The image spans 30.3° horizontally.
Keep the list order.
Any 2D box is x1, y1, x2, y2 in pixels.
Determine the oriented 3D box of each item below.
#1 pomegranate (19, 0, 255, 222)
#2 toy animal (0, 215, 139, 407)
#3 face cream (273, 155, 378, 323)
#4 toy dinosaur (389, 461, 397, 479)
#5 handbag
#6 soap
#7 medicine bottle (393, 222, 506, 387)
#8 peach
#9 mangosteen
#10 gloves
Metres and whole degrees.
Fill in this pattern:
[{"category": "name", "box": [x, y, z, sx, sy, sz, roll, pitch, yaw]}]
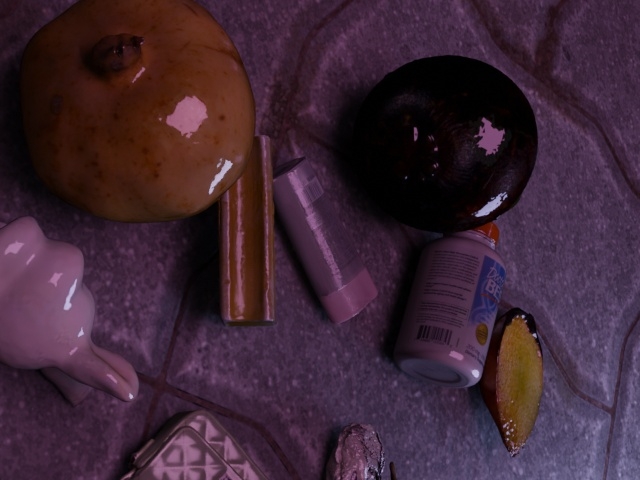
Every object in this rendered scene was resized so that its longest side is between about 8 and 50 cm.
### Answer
[{"category": "pomegranate", "box": [-0.247, -0.185, 1.560, 0.342, 0.342, 0.342, 8, 78, -40]}, {"category": "toy animal", "box": [-0.402, 0.096, 1.491, 0.367, 0.196, 0.241, 32, 71, -31]}, {"category": "face cream", "box": [0.000, 0.000, 1.931, 0.107, 0.073, 0.269, -38, 108, -33]}, {"category": "toy dinosaur", "box": [0.011, 0.476, 1.814, 0.327, 0.113, 0.206, -47, 151, -2]}, {"category": "handbag", "box": [-0.179, 0.390, 1.699, 0.256, 0.079, 0.219, 50, 57, -13]}, {"category": "soap", "box": [-0.111, -0.008, 1.769, 0.089, 0.173, 0.274, -1, 83, -2]}, {"category": "medicine bottle", "box": [0.235, 0.100, 2.063, 0.157, 0.157, 0.289, 33, 63, -33]}, {"category": "peach", "box": [0.349, 0.265, 2.199, 0.189, 0.068, 0.279, 32, 62, -42]}, {"category": "mangosteen", "box": [0.214, -0.164, 1.992, 0.330, 0.330, 0.330, 8, 78, -40]}, {"category": "gloves", "box": [0.063, 0.376, 1.927, 0.114, 0.070, 0.153, 28, 65, -35]}]
